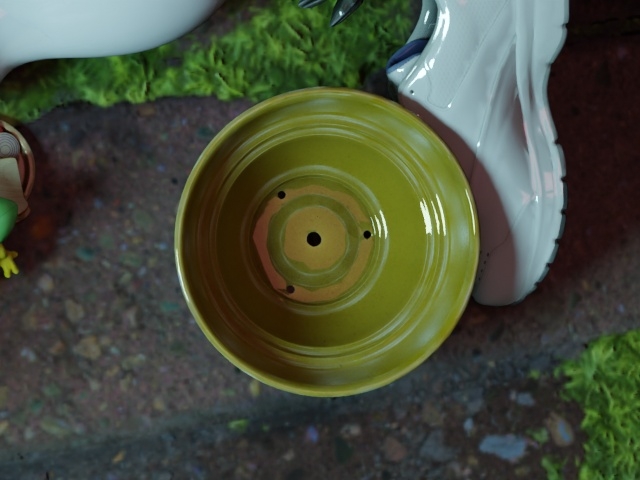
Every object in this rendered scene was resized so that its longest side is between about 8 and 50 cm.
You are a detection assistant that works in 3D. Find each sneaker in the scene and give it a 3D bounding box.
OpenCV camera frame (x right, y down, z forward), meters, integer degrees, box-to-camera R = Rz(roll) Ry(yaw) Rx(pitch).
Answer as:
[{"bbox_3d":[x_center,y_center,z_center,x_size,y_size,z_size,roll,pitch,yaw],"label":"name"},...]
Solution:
[{"bbox_3d":[0.111,-0.092,1.413,0.129,0.111,0.297,-7,107,-10],"label":"sneaker"}]

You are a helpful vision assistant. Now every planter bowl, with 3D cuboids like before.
[{"bbox_3d":[0.000,0.000,1.387,0.217,0.090,0.217,0,91,-8],"label":"planter bowl"}]

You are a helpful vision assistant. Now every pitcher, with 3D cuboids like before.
[{"bbox_3d":[-0.176,-0.205,1.354,0.207,0.125,0.178,-23,78,-8],"label":"pitcher"}]

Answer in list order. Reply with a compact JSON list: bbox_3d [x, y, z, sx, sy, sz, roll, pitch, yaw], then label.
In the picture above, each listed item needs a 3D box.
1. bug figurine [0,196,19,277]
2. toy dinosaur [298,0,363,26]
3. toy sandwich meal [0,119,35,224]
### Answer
[{"bbox_3d":[-0.323,-0.016,1.265,0.216,0.072,0.279,-36,103,-18],"label":"bug figurine"},{"bbox_3d":[0.059,-0.262,1.365,0.322,0.218,0.164,4,76,-29],"label":"toy dinosaur"},{"bbox_3d":[-0.238,-0.048,1.355,0.085,0.029,0.086,2,83,-18],"label":"toy sandwich meal"}]
